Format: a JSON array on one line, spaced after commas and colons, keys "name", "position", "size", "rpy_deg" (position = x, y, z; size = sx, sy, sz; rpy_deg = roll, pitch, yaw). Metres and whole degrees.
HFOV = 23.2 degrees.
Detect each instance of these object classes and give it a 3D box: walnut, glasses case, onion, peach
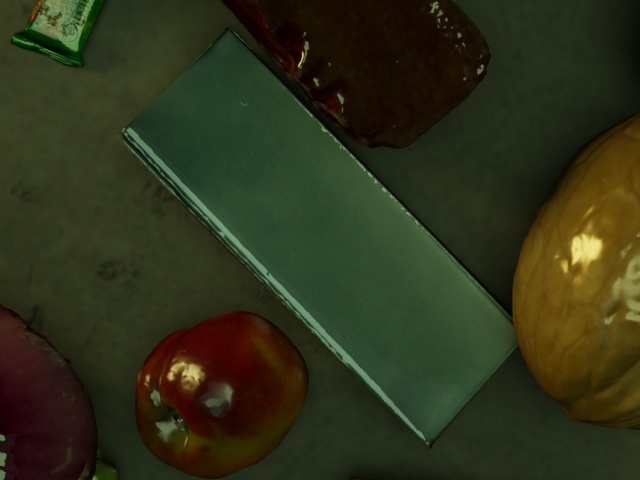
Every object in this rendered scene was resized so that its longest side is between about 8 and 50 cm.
[{"name": "walnut", "position": [0.199, 0.017, 0.928], "size": [0.159, 0.159, 0.207], "rpy_deg": [27, 90, -5]}, {"name": "glasses case", "position": [0.000, 0.000, 0.963], "size": [0.266, 0.056, 0.105], "rpy_deg": [45, 73, -5]}, {"name": "onion", "position": [-0.218, 0.119, 0.900], "size": [0.177, 0.153, 0.177], "rpy_deg": [-2, 87, 36]}, {"name": "peach", "position": [-0.058, 0.092, 0.942], "size": [0.100, 0.101, 0.101], "rpy_deg": [0, 93, -5]}]

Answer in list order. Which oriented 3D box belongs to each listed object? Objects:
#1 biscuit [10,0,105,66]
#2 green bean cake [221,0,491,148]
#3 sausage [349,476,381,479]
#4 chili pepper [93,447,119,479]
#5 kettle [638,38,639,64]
[{"name": "biscuit", "position": [-0.151, -0.152, 0.957], "size": [0.046, 0.016, 0.089], "rpy_deg": [25, 90, -5]}, {"name": "green bean cake", "position": [-0.009, -0.154, 0.882], "size": [0.097, 0.198, 0.233], "rpy_deg": [-42, 100, 0]}, {"name": "sausage", "position": [0.126, 0.196, 0.970], "size": [0.234, 0.071, 0.071], "rpy_deg": [9, 92, -5]}, {"name": "chili pepper", "position": [-0.170, 0.220, 0.961], "size": [0.049, 0.043, 0.208], "rpy_deg": [26, 91, -21]}, {"name": "kettle", "position": [0.268, -0.121, 0.908], "size": [0.148, 0.127, 0.098], "rpy_deg": [20, 97, 34]}]
